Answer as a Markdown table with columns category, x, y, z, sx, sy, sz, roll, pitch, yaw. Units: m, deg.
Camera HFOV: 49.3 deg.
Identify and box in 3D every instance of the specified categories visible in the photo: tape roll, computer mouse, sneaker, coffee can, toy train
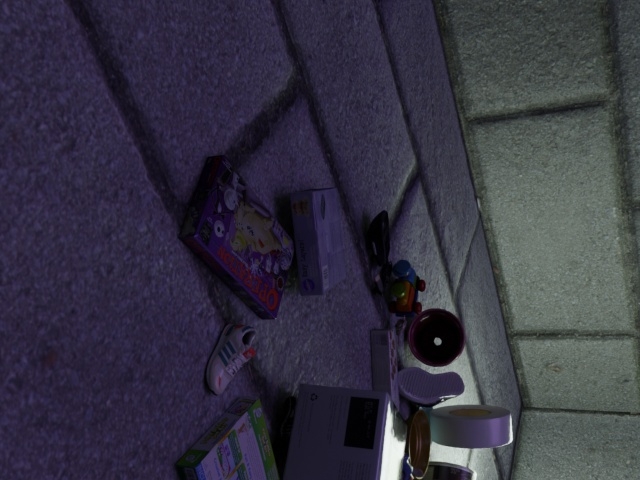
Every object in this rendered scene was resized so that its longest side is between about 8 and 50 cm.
| category | x | y | z | sx | sy | sz | roll | pitch | yaw |
| --- | --- | --- | --- | --- | --- | --- | --- | --- | --- |
| tape roll | 0.530 | 0.653 | 2.465 | 0.286 | 0.286 | 0.100 | 4 | 82 | -63 |
| computer mouse | 0.175 | 0.046 | 2.175 | 0.184 | 0.060 | 0.262 | -67 | 155 | -48 |
| sneaker | -0.177 | 0.240 | 1.428 | 0.057 | 0.075 | 0.161 | 59 | 37 | -42 |
| coffee can | 0.422 | 0.923 | 2.390 | 0.201 | 0.201 | 0.275 | 52 | 42 | -48 |
| sneaker | -0.070 | 0.428 | 1.657 | 0.044 | 0.040 | 0.109 | 61 | 37 | -44 |
| toy train | 0.265 | 0.196 | 2.262 | 0.143 | 0.105 | 0.248 | 62 | 35 | -49 |
| sneaker | 0.344 | 0.510 | 2.382 | 0.321 | 0.127 | 0.126 | 13 | 56 | -37 |

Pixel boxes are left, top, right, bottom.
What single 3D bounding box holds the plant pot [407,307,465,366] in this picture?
| category | x | y | z | sx | sy | sz | roll | pitch | yaw |
| --- | --- | --- | --- | --- | --- | --- | --- | --- | --- |
| plant pot | 0.414 | 0.349 | 2.481 | 0.180 | 0.201 | 0.201 | 45 | 46 | -74 |

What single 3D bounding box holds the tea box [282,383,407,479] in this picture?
| category | x | y | z | sx | sy | sz | roll | pitch | yaw |
| --- | --- | --- | --- | --- | --- | --- | --- | --- | --- |
| tea box | 0.064 | 0.549 | 1.658 | 0.323 | 0.220 | 0.329 | 62 | 34 | -57 |

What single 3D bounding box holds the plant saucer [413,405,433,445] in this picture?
| category | x | y | z | sx | sy | sz | roll | pitch | yaw |
| --- | --- | --- | --- | --- | --- | --- | --- | --- | --- |
| plant saucer | 0.360 | 0.658 | 2.481 | 0.195 | 0.037 | 0.195 | 15 | 73 | -63 |

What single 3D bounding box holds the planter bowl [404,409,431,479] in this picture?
| category | x | y | z | sx | sy | sz | roll | pitch | yaw |
| --- | --- | --- | --- | --- | --- | --- | --- | --- | --- |
| planter bowl | 0.284 | 0.661 | 2.271 | 0.217 | 0.090 | 0.217 | 15 | 73 | -61 |

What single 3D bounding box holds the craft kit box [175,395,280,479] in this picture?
| category | x | y | z | sx | sy | sz | roll | pitch | yaw |
| --- | --- | --- | --- | --- | --- | --- | --- | --- | --- |
| craft kit box | -0.176 | 0.489 | 1.426 | 0.246 | 0.061 | 0.250 | -36 | 119 | -56 |

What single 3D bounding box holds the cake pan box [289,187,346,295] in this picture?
| category | x | y | z | sx | sy | sz | roll | pitch | yaw |
| --- | --- | --- | --- | --- | --- | --- | --- | --- | --- |
| cake pan box | 0.000 | 0.000 | 1.775 | 0.246 | 0.070 | 0.267 | -26 | 110 | -71 |

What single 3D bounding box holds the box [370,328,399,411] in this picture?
| category | x | y | z | sx | sy | sz | roll | pitch | yaw |
| --- | --- | --- | --- | --- | --- | --- | --- | --- | --- |
| box | 0.202 | 0.436 | 2.167 | 0.063 | 0.067 | 0.324 | 2 | 84 | -63 |

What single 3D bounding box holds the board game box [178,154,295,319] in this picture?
| category | x | y | z | sx | sy | sz | roll | pitch | yaw |
| --- | --- | --- | --- | --- | --- | --- | --- | --- | --- |
| board game box | -0.167 | 0.002 | 1.516 | 0.347 | 0.056 | 0.208 | 53 | 46 | -48 |

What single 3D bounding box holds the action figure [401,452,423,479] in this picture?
| category | x | y | z | sx | sy | sz | roll | pitch | yaw |
| --- | --- | --- | --- | --- | --- | --- | --- | --- | --- |
| action figure | 0.143 | 0.742 | 1.976 | 0.341 | 0.178 | 0.330 | -57 | 136 | -10 |
